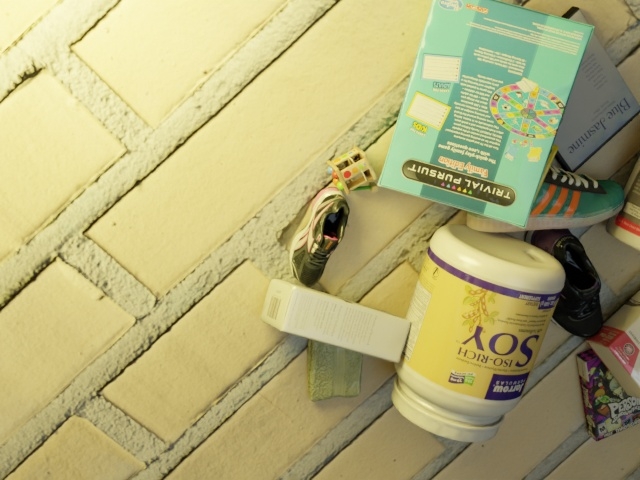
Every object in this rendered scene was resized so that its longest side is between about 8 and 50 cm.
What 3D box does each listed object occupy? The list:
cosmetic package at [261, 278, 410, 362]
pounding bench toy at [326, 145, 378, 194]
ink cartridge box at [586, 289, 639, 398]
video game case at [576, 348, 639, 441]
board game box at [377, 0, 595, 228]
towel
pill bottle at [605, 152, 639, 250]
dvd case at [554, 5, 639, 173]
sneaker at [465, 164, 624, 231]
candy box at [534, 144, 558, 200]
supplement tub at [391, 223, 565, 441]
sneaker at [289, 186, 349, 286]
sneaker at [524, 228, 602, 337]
[{"bbox_3d":[0.026,0.138,1.523,0.231,0.117,0.085,16,89,-23],"label":"cosmetic package"},{"bbox_3d":[0.055,-0.104,1.482,0.065,0.052,0.083,-30,118,-5],"label":"pounding bench toy"},{"bbox_3d":[0.672,0.191,1.755,0.218,0.092,0.158,-41,99,-9],"label":"ink cartridge box"},{"bbox_3d":[0.661,0.293,1.855,0.232,0.042,0.210,-20,114,-10],"label":"video game case"},{"bbox_3d":[0.262,-0.218,1.432,0.254,0.079,0.335,17,106,4],"label":"board game box"},{"bbox_3d":[0.028,0.229,1.623,0.110,0.027,0.148,-3,112,-17],"label":"towel"},{"bbox_3d":[0.671,-0.126,1.612,0.176,0.176,0.318,15,106,-23],"label":"pill bottle"},{"bbox_3d":[0.450,-0.262,1.569,0.180,0.022,0.253,-43,118,1],"label":"dvd case"},{"bbox_3d":[0.408,-0.092,1.572,0.302,0.108,0.121,-7,115,-11],"label":"sneaker"},{"bbox_3d":[0.291,-0.151,1.504,0.206,0.027,0.105,22,102,4],"label":"candy box"},{"bbox_3d":[0.269,0.161,1.556,0.241,0.241,0.331,9,108,-22],"label":"supplement tub"},{"bbox_3d":[0.000,0.000,1.492,0.072,0.077,0.178,10,108,-21],"label":"sneaker"},{"bbox_3d":[0.481,0.096,1.667,0.107,0.124,0.283,-34,118,-3],"label":"sneaker"}]
